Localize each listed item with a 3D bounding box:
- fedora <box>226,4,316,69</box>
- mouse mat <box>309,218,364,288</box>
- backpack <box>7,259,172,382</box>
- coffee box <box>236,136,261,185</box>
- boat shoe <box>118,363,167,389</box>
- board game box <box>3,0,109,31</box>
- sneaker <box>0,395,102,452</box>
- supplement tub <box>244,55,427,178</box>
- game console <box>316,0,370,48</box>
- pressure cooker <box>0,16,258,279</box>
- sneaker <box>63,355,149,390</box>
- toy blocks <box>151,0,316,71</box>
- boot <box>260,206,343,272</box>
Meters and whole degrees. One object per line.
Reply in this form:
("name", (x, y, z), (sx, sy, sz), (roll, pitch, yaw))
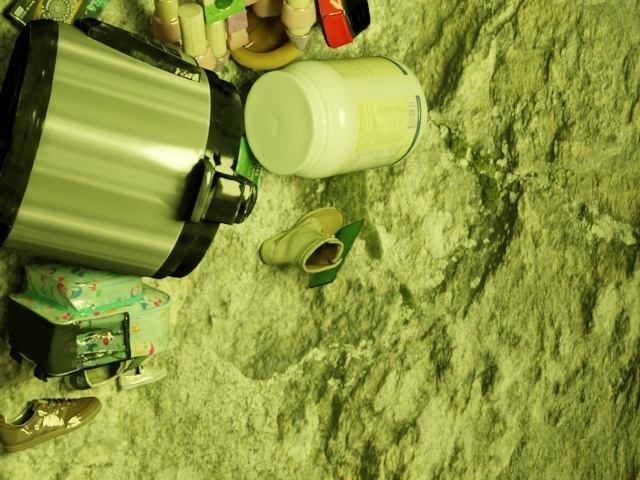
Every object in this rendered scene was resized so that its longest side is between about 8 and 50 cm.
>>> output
("fedora", (-0.097, -0.423, 1.827), (0.079, 0.194, 0.194), (17, 84, -79))
("mouse mat", (0.034, 0.030, 1.964), (0.007, 0.189, 0.153), (30, 76, -12))
("backpack", (-0.388, 0.125, 1.598), (0.253, 0.225, 0.191), (0, 102, -44))
("coffee box", (-0.199, -0.159, 1.828), (0.184, 0.040, 0.113), (11, 89, -40))
("boat shoe", (-0.342, 0.255, 1.777), (0.100, 0.035, 0.035), (-14, 108, -31))
("board game box", (-0.441, -0.417, 1.598), (0.126, 0.026, 0.186), (44, 69, -35))
("sneaker", (-0.480, 0.310, 1.648), (0.188, 0.066, 0.071), (-23, 110, -36))
("supplement tub", (0.033, -0.249, 1.862), (0.325, 0.235, 0.235), (-14, 105, -44))
("game console", (0.022, -0.561, 1.802), (0.386, 0.060, 0.342), (-65, 142, -70))
("pressure cooker", (-0.311, -0.129, 1.492), (0.420, 0.375, 0.370), (15, 51, -24))
("sneaker", (-0.372, 0.222, 1.705), (0.192, 0.086, 0.064), (-28, 99, -34))
("toy blocks", (-0.193, -0.427, 1.714), (0.288, 0.309, 0.260), (-29, 148, -20))
("boot", (0.000, 0.000, 1.934), (0.213, 0.165, 0.077), (-30, 114, -31))
